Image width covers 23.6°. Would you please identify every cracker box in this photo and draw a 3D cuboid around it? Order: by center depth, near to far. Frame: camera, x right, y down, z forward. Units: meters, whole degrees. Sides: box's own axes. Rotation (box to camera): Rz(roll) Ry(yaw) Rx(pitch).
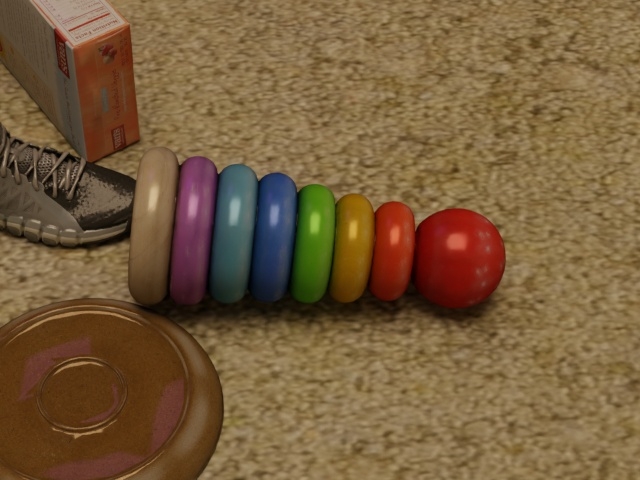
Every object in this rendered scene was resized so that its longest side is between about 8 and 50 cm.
[{"bbox_3d":[-0.265,-0.207,1.496,0.067,0.155,0.232,-27,56,-23],"label":"cracker box"}]

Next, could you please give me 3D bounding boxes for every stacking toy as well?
[{"bbox_3d":[0.000,0.000,1.357,0.330,0.141,0.141,5,50,-5],"label":"stacking toy"}]

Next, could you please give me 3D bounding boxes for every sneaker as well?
[{"bbox_3d":[-0.273,-0.069,1.395,0.229,0.132,0.086,5,50,3],"label":"sneaker"}]

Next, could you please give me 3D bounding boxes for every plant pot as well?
[{"bbox_3d":[-0.200,0.136,1.291,0.236,0.032,0.236,1,51,-1],"label":"plant pot"}]
